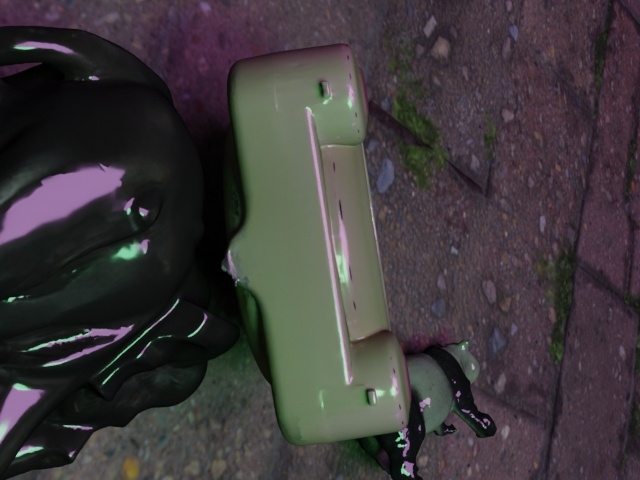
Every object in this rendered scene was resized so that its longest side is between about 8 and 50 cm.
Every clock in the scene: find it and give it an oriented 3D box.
[{"bbox_3d":[0.000,0.000,0.686,0.309,0.114,0.284,-38,118,-86],"label":"clock"}]

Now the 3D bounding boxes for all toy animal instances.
[{"bbox_3d":[0.116,0.179,0.914,0.225,0.094,0.121,-19,91,-44],"label":"toy animal"}]

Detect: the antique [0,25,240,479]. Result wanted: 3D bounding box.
[{"bbox_3d":[-0.182,0.025,0.532,0.255,0.185,0.322,-24,133,-49],"label":"antique"}]
